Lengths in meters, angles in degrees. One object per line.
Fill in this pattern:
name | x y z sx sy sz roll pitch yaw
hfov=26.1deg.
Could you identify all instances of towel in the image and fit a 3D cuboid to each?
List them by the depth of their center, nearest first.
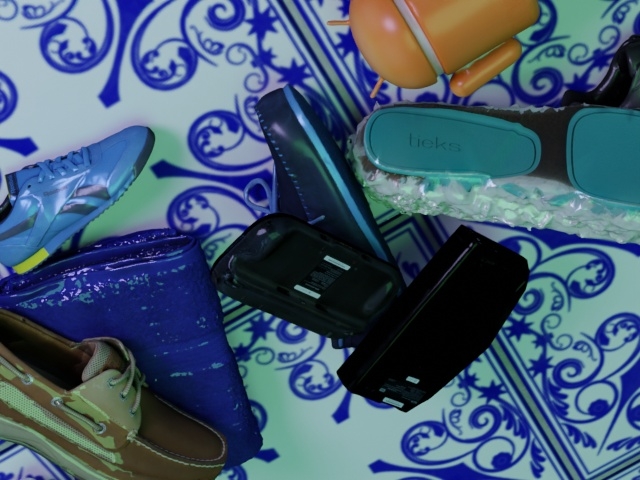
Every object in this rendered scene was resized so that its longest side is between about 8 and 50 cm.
towel | -0.203 0.134 1.507 0.228 0.076 0.308 -13 124 3

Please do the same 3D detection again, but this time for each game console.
game console | 0.053 0.052 1.394 0.361 0.044 0.213 25 111 -42

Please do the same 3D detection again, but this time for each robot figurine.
robot figurine | 0.120 -0.230 1.320 0.219 0.128 0.158 -31 150 6

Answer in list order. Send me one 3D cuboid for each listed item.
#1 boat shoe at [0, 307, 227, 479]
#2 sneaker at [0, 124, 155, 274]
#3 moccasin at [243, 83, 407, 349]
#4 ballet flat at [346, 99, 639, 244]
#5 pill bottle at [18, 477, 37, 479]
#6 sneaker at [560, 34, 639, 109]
boat shoe | -0.237 0.161 1.405 0.324 0.122 0.120 23 115 -20
sneaker | -0.259 -0.054 1.375 0.209 0.069 0.082 -38 118 11
moccasin | 0.000 0.000 1.429 0.117 0.138 0.342 -23 122 7
ballet flat | 0.232 -0.065 1.406 0.409 0.147 0.147 8 121 9
pill bottle | -0.280 0.373 1.600 0.121 0.121 0.221 -39 122 12
sneaker | 0.379 -0.173 1.431 0.286 0.109 0.130 -37 116 8
